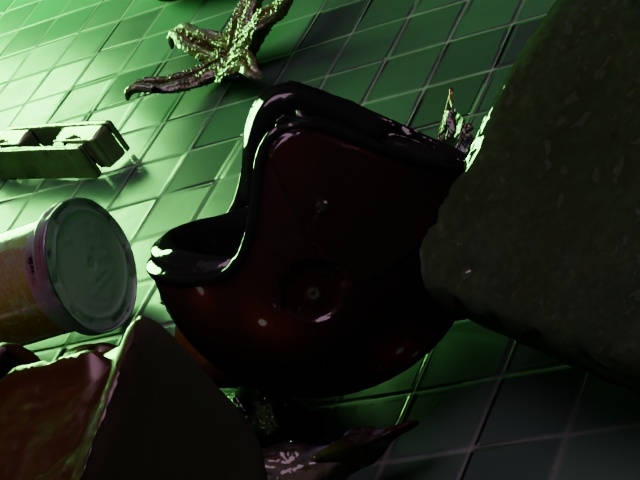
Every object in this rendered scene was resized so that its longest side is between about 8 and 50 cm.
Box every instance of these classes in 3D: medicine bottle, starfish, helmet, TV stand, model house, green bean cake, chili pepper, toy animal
[{"bbox_3d":[-0.346,0.073,1.594,0.426,0.108,0.108,-18,31,32],"label":"medicine bottle"},{"bbox_3d":[-0.083,-0.192,1.781,0.208,0.053,0.176,-4,49,46],"label":"starfish"},{"bbox_3d":[0.000,0.000,1.215,0.216,0.193,0.189,-22,13,1],"label":"helmet"},{"bbox_3d":[-0.274,-0.084,1.835,0.249,0.036,0.042,1,44,48],"label":"TV stand"},{"bbox_3d":[-0.151,0.186,1.079,0.229,0.199,0.219,-10,39,39],"label":"model house"},{"bbox_3d":[0.187,-0.032,1.087,0.222,0.125,0.227,21,88,54],"label":"green bean cake"},{"bbox_3d":[-0.092,0.124,1.262,0.098,0.061,0.224,1,-2,-44],"label":"chili pepper"},{"bbox_3d":[-0.031,0.146,1.171,0.202,0.070,0.105,-26,9,22],"label":"toy animal"}]

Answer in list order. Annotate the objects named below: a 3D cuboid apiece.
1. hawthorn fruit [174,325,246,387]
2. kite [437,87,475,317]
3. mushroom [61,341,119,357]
[{"bbox_3d":[-0.068,0.064,1.333,0.093,0.081,0.081,-22,26,52],"label":"hawthorn fruit"},{"bbox_3d":[0.102,-0.017,1.281,0.189,0.009,0.232,-48,38,14],"label":"kite"},{"bbox_3d":[-0.194,0.144,1.361,0.060,0.061,0.187,6,51,44],"label":"mushroom"}]
